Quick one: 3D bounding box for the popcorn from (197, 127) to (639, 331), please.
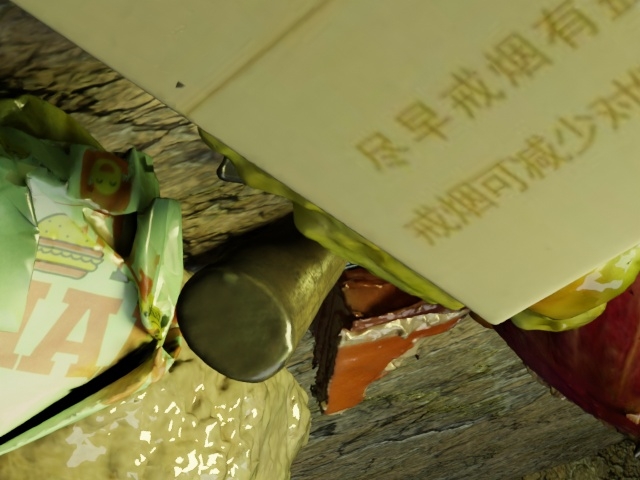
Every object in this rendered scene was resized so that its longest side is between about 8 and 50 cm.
[{"bbox_3d":[0.081,-0.087,0.615,0.293,0.237,0.293,-25,168,-6],"label":"popcorn"}]

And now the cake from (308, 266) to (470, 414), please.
[{"bbox_3d":[0.048,0.077,1.344,0.135,0.098,0.287,-14,162,-22],"label":"cake"}]

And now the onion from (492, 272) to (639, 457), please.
[{"bbox_3d":[0.288,-0.044,0.981,0.348,0.348,0.385,1,118,-52],"label":"onion"}]

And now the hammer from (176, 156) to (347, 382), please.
[{"bbox_3d":[0.000,0.000,0.765,0.440,0.168,0.044,-50,165,-79],"label":"hammer"}]

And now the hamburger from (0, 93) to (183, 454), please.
[{"bbox_3d":[-0.184,0.005,0.780,0.214,0.125,0.235,-36,123,0],"label":"hamburger"}]

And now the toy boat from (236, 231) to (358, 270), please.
[{"bbox_3d":[-0.001,0.008,1.147,0.210,0.052,0.104,-19,166,-9],"label":"toy boat"}]

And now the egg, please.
[{"bbox_3d":[-0.143,0.132,1.003,0.279,0.279,0.310,-22,149,4],"label":"egg"}]

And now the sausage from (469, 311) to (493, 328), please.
[{"bbox_3d":[0.245,-0.002,1.333,0.270,0.109,0.109,-23,163,6],"label":"sausage"}]

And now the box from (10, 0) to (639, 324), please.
[{"bbox_3d":[-0.013,-0.121,0.379,0.365,0.051,0.204,33,134,-25],"label":"box"}]
